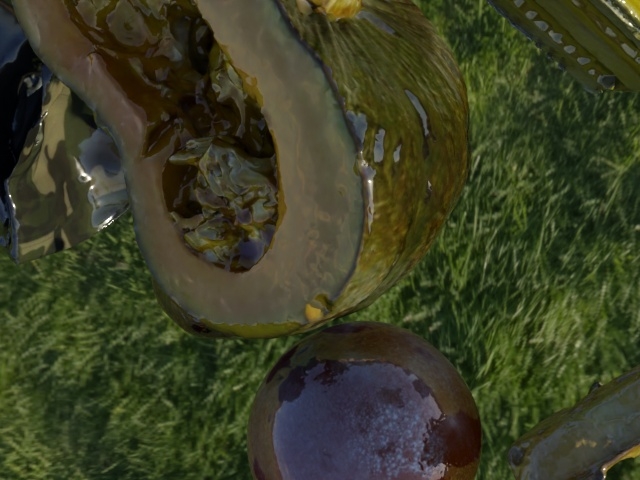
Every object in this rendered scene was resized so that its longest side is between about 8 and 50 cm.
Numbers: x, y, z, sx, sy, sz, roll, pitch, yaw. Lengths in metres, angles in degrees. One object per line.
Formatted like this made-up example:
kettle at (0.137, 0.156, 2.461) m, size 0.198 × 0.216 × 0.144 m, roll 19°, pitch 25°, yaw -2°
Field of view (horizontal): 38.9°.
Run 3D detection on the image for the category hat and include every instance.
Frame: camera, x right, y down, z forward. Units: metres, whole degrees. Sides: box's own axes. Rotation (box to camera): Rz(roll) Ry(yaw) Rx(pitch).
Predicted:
hat at (-0.311, -0.190, 0.997) m, size 0.366 × 0.257 × 0.382 m, roll -39°, pitch 104°, yaw 14°

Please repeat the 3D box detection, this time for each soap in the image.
soap at (0.188, -0.191, 0.656) m, size 0.233 × 0.135 × 0.076 m, roll 32°, pitch 87°, yaw -30°

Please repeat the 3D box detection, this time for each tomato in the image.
tomato at (0.040, 0.213, 1.028) m, size 0.270 × 0.270 × 0.227 m, roll -34°, pitch 116°, yaw 1°

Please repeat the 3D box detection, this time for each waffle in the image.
waffle at (0.343, 0.174, 0.959) m, size 0.304 × 0.348 × 0.078 m, roll -32°, pitch 75°, yaw 11°

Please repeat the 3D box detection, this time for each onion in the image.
onion at (-0.170, 0.064, 1.203) m, size 0.098 × 0.151 × 0.206 m, roll -59°, pitch 37°, yaw 14°

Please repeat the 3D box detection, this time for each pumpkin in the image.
pumpkin at (-0.032, -0.113, 0.496) m, size 0.221 × 0.139 × 0.317 m, roll -32°, pitch 79°, yaw 30°

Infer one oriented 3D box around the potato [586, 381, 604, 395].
potato at (0.449, 0.275, 1.298) m, size 0.100 × 0.261 × 0.120 m, roll 31°, pitch 84°, yaw 3°
